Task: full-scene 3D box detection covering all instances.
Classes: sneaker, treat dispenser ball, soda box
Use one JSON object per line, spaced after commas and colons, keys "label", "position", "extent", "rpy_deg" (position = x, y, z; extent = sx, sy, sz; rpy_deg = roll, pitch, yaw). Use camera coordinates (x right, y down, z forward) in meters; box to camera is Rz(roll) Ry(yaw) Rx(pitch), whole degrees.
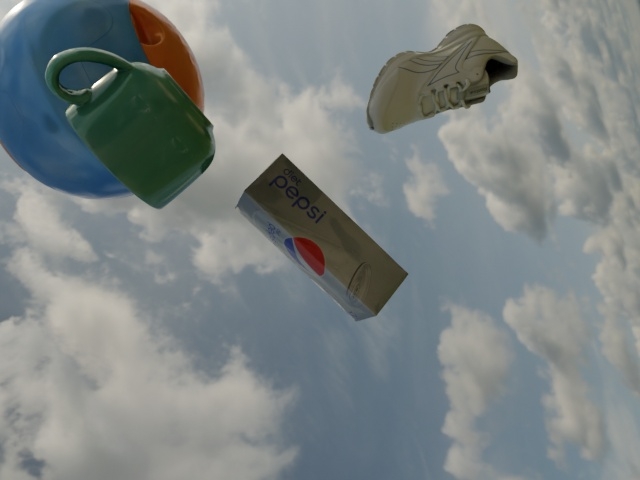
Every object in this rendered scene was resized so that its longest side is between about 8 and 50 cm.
{"label": "sneaker", "position": [0.204, -0.264, 0.938], "extent": [0.297, 0.129, 0.111], "rpy_deg": [-35, -39, -15]}
{"label": "treat dispenser ball", "position": [-0.308, -0.201, 0.786], "extent": [0.288, 0.288, 0.289], "rpy_deg": [28, -126, -47]}
{"label": "soda box", "position": [0.000, 0.000, 0.916], "extent": [0.286, 0.091, 0.098], "rpy_deg": [44, -112, -3]}

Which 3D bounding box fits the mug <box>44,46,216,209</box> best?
{"label": "mug", "position": [-0.168, -0.113, 0.543], "extent": [0.129, 0.097, 0.158], "rpy_deg": [49, 179, 15]}
